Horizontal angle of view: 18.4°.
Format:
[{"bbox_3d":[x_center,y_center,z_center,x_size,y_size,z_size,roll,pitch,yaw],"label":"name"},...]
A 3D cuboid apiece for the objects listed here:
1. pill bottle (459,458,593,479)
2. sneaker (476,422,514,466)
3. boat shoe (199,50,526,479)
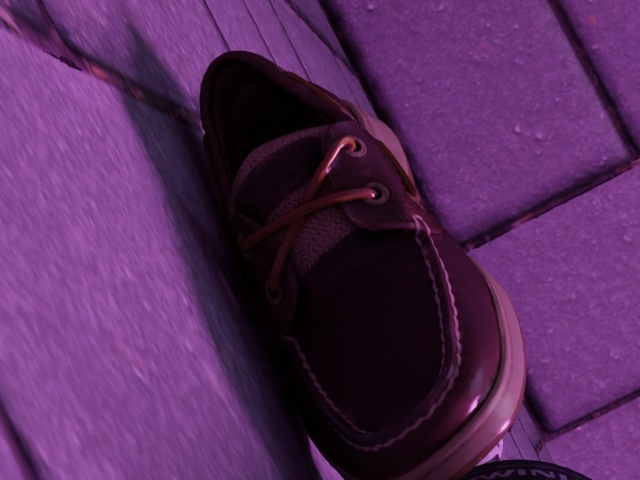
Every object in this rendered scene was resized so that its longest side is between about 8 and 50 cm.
[{"bbox_3d":[0.091,0.174,0.867,0.130,0.130,0.245,62,5,-9],"label":"pill bottle"},{"bbox_3d":[0.080,0.101,1.352,0.106,0.078,0.234,65,8,-2],"label":"sneaker"},{"bbox_3d":[0.000,0.000,1.002,0.123,0.123,0.342,43,15,-30],"label":"boat shoe"}]
